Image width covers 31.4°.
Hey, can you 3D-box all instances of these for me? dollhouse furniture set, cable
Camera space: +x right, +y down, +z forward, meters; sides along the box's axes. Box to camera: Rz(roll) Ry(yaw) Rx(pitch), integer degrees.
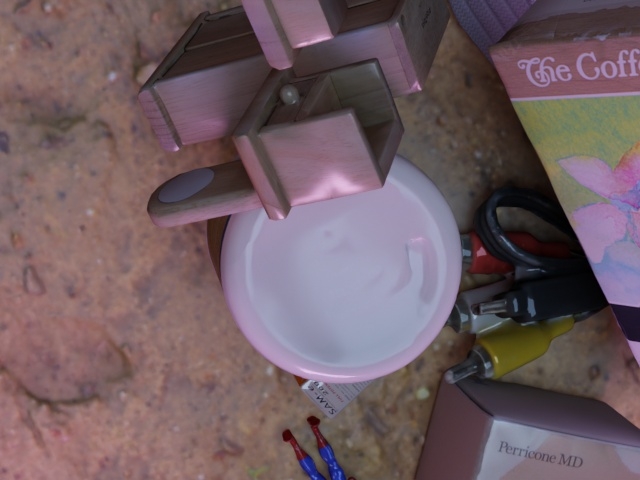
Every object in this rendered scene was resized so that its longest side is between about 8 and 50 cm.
[{"bbox_3d":[-0.074,-0.231,0.623,0.174,0.303,0.355,-11,122,24],"label":"dollhouse furniture set"},{"bbox_3d":[0.213,0.025,0.876,0.287,0.072,0.139,-5,84,-21],"label":"cable"}]

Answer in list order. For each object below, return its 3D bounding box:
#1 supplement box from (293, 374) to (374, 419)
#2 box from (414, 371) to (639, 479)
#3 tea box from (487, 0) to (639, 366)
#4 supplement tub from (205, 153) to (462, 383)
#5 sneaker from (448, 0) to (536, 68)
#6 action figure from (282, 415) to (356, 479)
[{"bbox_3d":[0.027,0.077,0.834,0.098,0.062,0.036,-43,105,-1],"label":"supplement box"},{"bbox_3d":[0.133,0.270,0.855,0.148,0.121,0.311,11,98,-11],"label":"box"},{"bbox_3d":[0.334,-0.053,0.663,0.220,0.329,0.323,-46,119,-29],"label":"tea box"},{"bbox_3d":[0.000,0.000,0.745,0.144,0.200,0.144,-2,100,-9],"label":"supplement tub"},{"bbox_3d":[0.170,-0.157,0.816,0.091,0.094,0.258,-40,106,-26],"label":"sneaker"},{"bbox_3d":[0.011,0.191,0.869,0.038,0.030,0.115,-31,105,-9],"label":"action figure"}]
